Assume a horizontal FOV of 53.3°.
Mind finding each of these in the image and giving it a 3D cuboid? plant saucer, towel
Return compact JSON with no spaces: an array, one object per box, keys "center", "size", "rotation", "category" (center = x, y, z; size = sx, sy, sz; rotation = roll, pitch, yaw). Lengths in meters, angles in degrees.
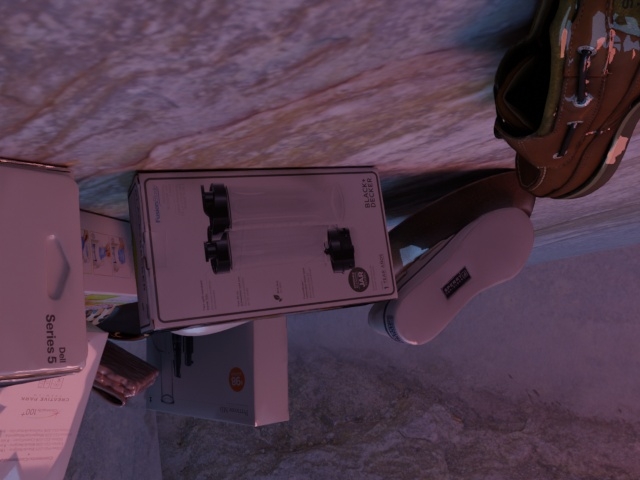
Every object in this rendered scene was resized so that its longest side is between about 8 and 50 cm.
[{"center":[0.205,0.003,0.991],"size":[0.311,0.050,0.310],"rotation":[-24,160,-9],"category":"plant saucer"},{"center":[-0.473,0.197,1.203],"size":[0.332,0.053,0.317],"rotation":[32,172,-4],"category":"towel"}]

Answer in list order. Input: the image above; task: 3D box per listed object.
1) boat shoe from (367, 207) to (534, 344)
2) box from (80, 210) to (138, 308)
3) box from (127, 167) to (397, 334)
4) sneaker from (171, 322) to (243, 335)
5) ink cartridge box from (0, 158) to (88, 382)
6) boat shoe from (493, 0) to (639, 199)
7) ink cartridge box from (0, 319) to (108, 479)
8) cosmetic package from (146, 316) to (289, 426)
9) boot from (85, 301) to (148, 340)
[{"center":[0.173,0.043,0.846],"size":[0.268,0.096,0.088],"rotation":[-40,-162,-23],"category":"boat shoe"},{"center":[-0.313,0.030,0.831],"size":[0.114,0.103,0.203],"rotation":[-12,170,17],"category":"box"},{"center":[-0.066,0.007,0.742],"size":[0.290,0.169,0.087],"rotation":[-6,172,-25],"category":"box"},{"center":[-0.061,0.016,0.915],"size":[0.366,0.135,0.150],"rotation":[-23,143,-36],"category":"sneaker"},{"center":[-0.359,0.051,0.640],"size":[0.273,0.198,0.115],"rotation":[-17,166,39],"category":"ink cartridge box"},{"center":[0.179,-0.113,0.477],"size":[0.105,0.110,0.307],"rotation":[-5,160,1],"category":"boat shoe"},{"center":[-0.456,0.201,0.867],"size":[0.310,0.271,0.130],"rotation":[17,179,42],"category":"ink cartridge box"},{"center":[-0.224,0.216,1.316],"size":[0.378,0.284,0.098],"rotation":[-8,173,44],"category":"cosmetic package"},{"center":[-0.391,0.109,1.135],"size":[0.378,0.138,0.284],"rotation":[-4,169,36],"category":"boot"}]
